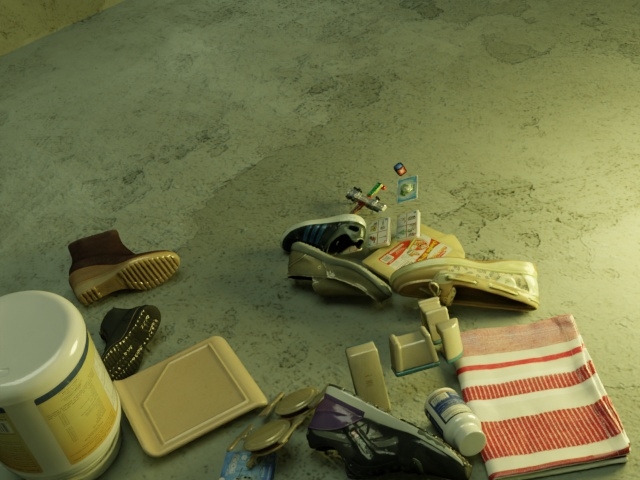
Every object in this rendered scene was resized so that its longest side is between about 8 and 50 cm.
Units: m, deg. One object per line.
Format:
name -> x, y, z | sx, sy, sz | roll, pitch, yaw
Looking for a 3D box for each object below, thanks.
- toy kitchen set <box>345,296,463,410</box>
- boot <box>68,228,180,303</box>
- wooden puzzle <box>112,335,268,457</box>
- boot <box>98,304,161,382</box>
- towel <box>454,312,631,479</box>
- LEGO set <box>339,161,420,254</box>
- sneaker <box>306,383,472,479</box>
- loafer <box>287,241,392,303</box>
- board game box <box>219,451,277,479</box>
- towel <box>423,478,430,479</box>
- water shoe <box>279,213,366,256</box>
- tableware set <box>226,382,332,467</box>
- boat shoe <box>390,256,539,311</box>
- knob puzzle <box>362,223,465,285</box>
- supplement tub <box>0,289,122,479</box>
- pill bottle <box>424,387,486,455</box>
toy kitchen set -> 0.148, 0.206, 1.632 | 0.207, 0.122, 0.166 | -15, 18, -4
boot -> -0.448, 0.031, 2.006 | 0.249, 0.090, 0.207 | -20, 40, -4
wooden puzzle -> -0.246, 0.290, 1.668 | 0.239, 0.044, 0.221 | -21, 38, -19
boot -> -0.419, 0.215, 1.800 | 0.137, 0.076, 0.198 | -3, 41, 41
towel -> 0.367, 0.261, 1.542 | 0.237, 0.037, 0.329 | -11, 38, 2
LEGO set -> 0.140, -0.067, 1.986 | 0.183, 0.060, 0.244 | -15, 44, 21
sneaker -> 0.107, 0.352, 1.468 | 0.283, 0.107, 0.124 | 22, 75, 29
loafer -> 0.034, 0.083, 1.833 | 0.251, 0.094, 0.087 | 22, 83, 34
board game box -> -0.124, 0.397, 1.510 | 0.090, 0.020, 0.090 | -4, 37, 11
towel -> 0.194, 0.411, 1.384 | 0.083, 0.060, 0.009 | 15, 11, 31
water shoe -> 0.000, 0.000, 1.925 | 0.203, 0.073, 0.080 | -17, 50, 23
tableware set -> -0.060, 0.319, 1.552 | 0.128, 0.039, 0.194 | -17, 14, 35
boat shoe -> 0.278, 0.090, 1.718 | 0.285, 0.104, 0.089 | -2, 63, 4
knob puzzle -> 0.215, 0.048, 1.859 | 0.213, 0.030, 0.213 | -7, 37, 5
supplement tub -> -0.472, 0.263, 1.517 | 0.228, 0.316, 0.228 | -4, 44, 4
pill bottle -> 0.226, 0.303, 1.485 | 0.067, 0.067, 0.120 | -20, 29, -11
